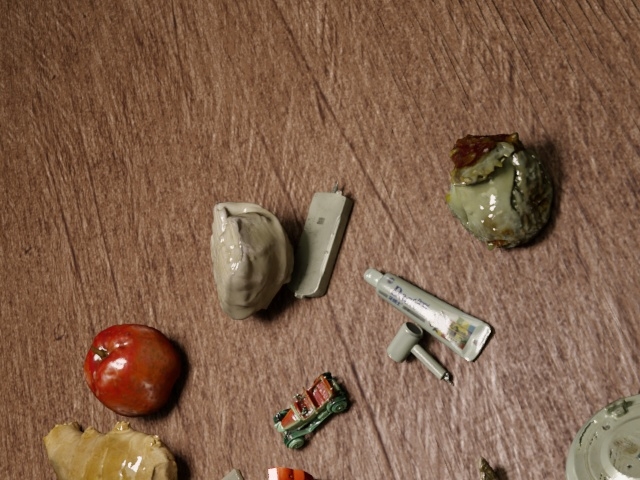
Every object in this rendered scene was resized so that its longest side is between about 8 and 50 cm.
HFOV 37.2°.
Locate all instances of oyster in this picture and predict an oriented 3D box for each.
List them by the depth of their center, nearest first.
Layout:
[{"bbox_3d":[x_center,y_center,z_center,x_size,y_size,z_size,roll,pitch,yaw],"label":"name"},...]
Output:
[{"bbox_3d":[0.255,0.365,1.397,0.038,0.080,0.083,-9,101,9],"label":"oyster"}]

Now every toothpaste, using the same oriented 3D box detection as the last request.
[{"bbox_3d":[0.169,0.111,1.575,0.255,0.037,0.067,33,94,35],"label":"toothpaste"}]

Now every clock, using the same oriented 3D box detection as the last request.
[{"bbox_3d":[-0.043,0.455,1.550,0.061,0.113,0.155,-8,67,10],"label":"clock"}]

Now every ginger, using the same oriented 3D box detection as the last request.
[{"bbox_3d":[-0.398,0.460,1.821,0.375,0.166,0.236,-9,104,57],"label":"ginger"}]

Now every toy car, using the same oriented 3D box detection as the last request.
[{"bbox_3d":[-0.022,0.291,1.628,0.143,0.054,0.073,-42,53,14],"label":"toy car"}]

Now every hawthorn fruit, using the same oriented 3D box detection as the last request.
[{"bbox_3d":[-0.369,0.239,1.802,0.179,0.200,0.179,-12,64,26],"label":"hawthorn fruit"}]

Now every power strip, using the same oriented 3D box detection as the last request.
[{"bbox_3d":[0.000,0.000,1.738,0.080,0.029,0.226,11,80,40],"label":"power strip"}]

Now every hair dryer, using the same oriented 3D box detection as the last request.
[{"bbox_3d":[0.167,0.194,1.544,0.124,0.038,0.063,43,119,24],"label":"hair dryer"}]

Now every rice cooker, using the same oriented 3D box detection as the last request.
[{"bbox_3d":[0.429,0.328,1.172,0.226,0.244,0.226,-20,36,15],"label":"rice cooker"}]

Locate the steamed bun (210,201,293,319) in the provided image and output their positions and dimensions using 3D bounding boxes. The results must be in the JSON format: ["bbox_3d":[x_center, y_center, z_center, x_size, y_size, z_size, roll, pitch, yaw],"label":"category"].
[{"bbox_3d":[-0.120,0.028,1.729,0.144,0.218,0.211,-5,51,-13],"label":"steamed bun"}]

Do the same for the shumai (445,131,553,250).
[{"bbox_3d":[0.274,-0.084,1.504,0.184,0.142,0.184,-16,62,32],"label":"shumai"}]

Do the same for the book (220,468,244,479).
[{"bbox_3d":[-0.210,0.574,1.679,0.295,0.020,0.208,-43,53,15],"label":"book"}]
